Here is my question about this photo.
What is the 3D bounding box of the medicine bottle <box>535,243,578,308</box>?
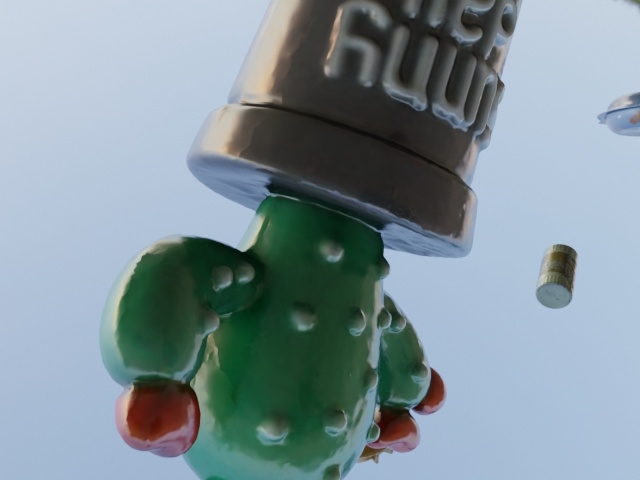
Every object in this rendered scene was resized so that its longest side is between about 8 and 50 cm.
[{"bbox_3d":[0.307,0.046,1.057,0.047,0.047,0.083,32,-138,-2],"label":"medicine bottle"}]

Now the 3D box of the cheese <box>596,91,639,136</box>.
[{"bbox_3d":[0.475,-0.179,1.125,0.135,0.244,0.052,1,-91,-13],"label":"cheese"}]

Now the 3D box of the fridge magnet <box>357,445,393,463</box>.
[{"bbox_3d":[0.048,0.276,1.203,0.143,0.063,0.143,-5,-154,3],"label":"fridge magnet"}]

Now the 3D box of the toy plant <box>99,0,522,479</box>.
[{"bbox_3d":[-0.004,-0.002,0.499,0.185,0.279,0.400,17,-94,18],"label":"toy plant"}]
